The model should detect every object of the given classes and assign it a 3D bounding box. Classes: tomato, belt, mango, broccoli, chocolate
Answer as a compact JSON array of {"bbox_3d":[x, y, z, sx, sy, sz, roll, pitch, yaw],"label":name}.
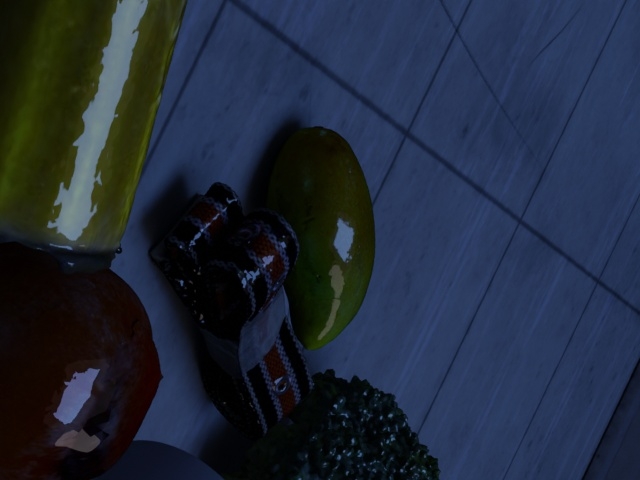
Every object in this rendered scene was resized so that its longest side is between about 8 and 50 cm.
[{"bbox_3d":[-0.228,0.108,1.365,0.208,0.184,0.208,-44,147,-39],"label":"tomato"},{"bbox_3d":[-0.076,0.082,1.715,0.094,0.126,0.359,-51,153,-24],"label":"belt"},{"bbox_3d":[0.000,0.000,1.762,0.125,0.111,0.233,-16,109,-61],"label":"mango"},{"bbox_3d":[0.009,0.353,1.927,0.277,0.338,0.317,-2,133,-48],"label":"broccoli"},{"bbox_3d":[-0.150,-0.207,1.257,0.162,0.162,0.445,1,111,-63],"label":"chocolate"}]

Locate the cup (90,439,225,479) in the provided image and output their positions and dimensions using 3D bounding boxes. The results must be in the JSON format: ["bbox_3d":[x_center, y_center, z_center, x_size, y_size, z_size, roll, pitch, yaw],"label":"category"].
[{"bbox_3d":[-0.229,0.350,1.518,0.371,0.253,0.253,-25,135,-51],"label":"cup"}]
